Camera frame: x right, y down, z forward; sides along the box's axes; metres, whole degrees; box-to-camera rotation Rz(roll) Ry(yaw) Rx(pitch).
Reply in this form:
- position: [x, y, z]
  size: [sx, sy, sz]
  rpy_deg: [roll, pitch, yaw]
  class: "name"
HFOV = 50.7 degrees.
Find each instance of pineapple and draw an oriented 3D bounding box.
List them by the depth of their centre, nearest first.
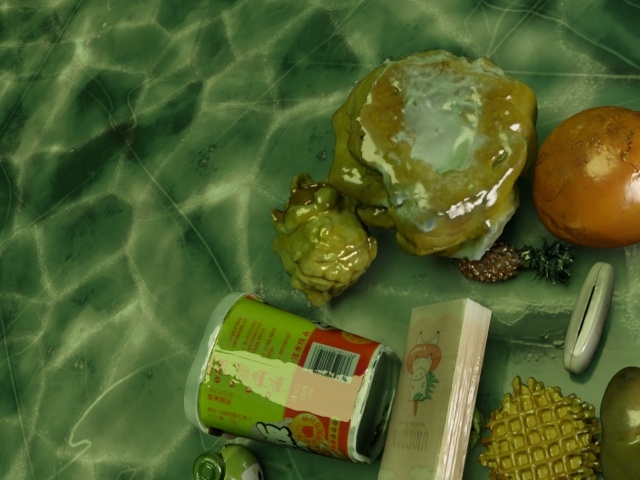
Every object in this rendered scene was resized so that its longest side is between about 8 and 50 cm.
- position: [0.339, 0.037, 1.209]
  size: [0.221, 0.103, 0.083]
  rpy_deg: [0, 100, 27]
  class: "pineapple"

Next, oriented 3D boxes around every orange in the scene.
- position: [0.472, -0.102, 1.118]
  size: [0.239, 0.240, 0.240]
  rpy_deg: [-12, 62, 22]
  class: "orange"

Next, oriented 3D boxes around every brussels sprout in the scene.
- position: [0.249, 0.314, 1.141]
  size: [0.085, 0.058, 0.085]
  rpy_deg: [-49, 24, 30]
  class: "brussels sprout"

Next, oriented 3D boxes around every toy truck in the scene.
- position: [-0.166, 0.491, 1.231]
  size: [0.187, 0.148, 0.210]
  rpy_deg: [-43, 75, 5]
  class: "toy truck"

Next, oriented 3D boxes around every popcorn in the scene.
- position: [0.000, 0.000, 1.328]
  size: [0.194, 0.255, 0.256]
  rpy_deg: [-7, 16, -14]
  class: "popcorn"

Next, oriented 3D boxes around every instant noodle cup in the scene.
- position: [-0.035, 0.257, 1.210]
  size: [0.307, 0.294, 0.294]
  rpy_deg: [11, 72, 24]
  class: "instant noodle cup"

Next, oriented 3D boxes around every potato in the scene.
- position: [0.503, 0.327, 0.916]
  size: [0.218, 0.202, 0.351]
  rpy_deg: [-17, 52, 8]
  class: "potato"

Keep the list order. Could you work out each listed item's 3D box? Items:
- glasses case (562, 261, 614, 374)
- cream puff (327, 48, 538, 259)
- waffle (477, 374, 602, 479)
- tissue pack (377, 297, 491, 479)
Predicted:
- position: [0.445, 0.128, 1.120]
  size: [0.049, 0.074, 0.194]
  rpy_deg: [13, 72, 35]
  class: "glasses case"
- position: [0.191, -0.139, 1.210]
  size: [0.378, 0.275, 0.379]
  rpy_deg: [0, 79, 1]
  class: "cream puff"
- position: [0.345, 0.324, 1.062]
  size: [0.193, 0.070, 0.197]
  rpy_deg: [11, 72, 49]
  class: "waffle"
- position: [0.190, 0.268, 1.145]
  size: [0.170, 0.071, 0.326]
  rpy_deg: [-20, 51, 59]
  class: "tissue pack"
